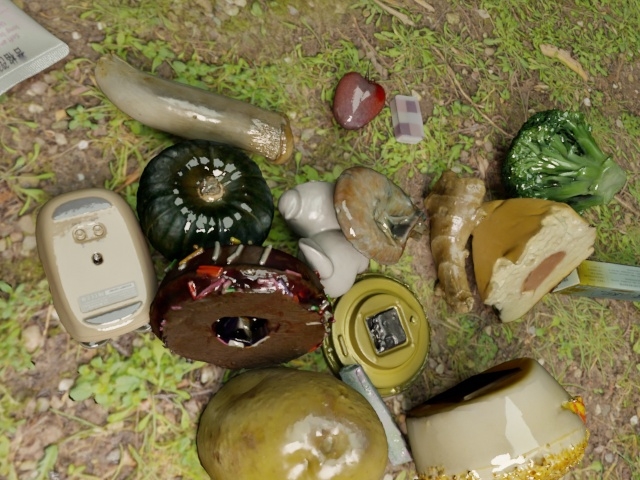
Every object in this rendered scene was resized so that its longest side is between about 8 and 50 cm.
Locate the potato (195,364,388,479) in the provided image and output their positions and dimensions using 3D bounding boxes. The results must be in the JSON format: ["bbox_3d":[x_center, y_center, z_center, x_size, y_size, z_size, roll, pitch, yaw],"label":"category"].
[{"bbox_3d":[-0.024,0.290,0.653,0.286,0.242,0.242,31,67,-8],"label":"potato"}]

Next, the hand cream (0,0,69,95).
[{"bbox_3d":[-0.593,-0.381,0.681,0.358,0.118,0.185,47,62,-12],"label":"hand cream"}]

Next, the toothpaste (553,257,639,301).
[{"bbox_3d":[0.687,0.095,1.054,0.313,0.089,0.071,7,66,-19],"label":"toothpaste"}]

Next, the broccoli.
[{"bbox_3d":[0.529,-0.157,0.994,0.262,0.241,0.269,29,95,-32],"label":"broccoli"}]

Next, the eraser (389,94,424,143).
[{"bbox_3d":[0.192,-0.269,0.993,0.065,0.026,0.105,1,75,-24],"label":"eraser"}]

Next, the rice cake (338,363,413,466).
[{"bbox_3d":[0.098,0.302,0.770,0.043,0.034,0.210,-28,98,12],"label":"rice cake"}]

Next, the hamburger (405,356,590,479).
[{"bbox_3d":[0.285,0.318,0.732,0.294,0.276,0.179,-18,72,-20],"label":"hamburger"}]

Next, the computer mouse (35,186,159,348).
[{"bbox_3d":[-0.331,0.037,0.670,0.145,0.082,0.236,-19,85,-26],"label":"computer mouse"}]

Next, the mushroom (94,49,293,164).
[{"bbox_3d":[-0.214,-0.227,0.789,0.351,0.095,0.122,18,50,-17],"label":"mushroom"}]

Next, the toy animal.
[{"bbox_3d":[-0.006,-0.006,0.767,0.179,0.128,0.193,28,52,-45],"label":"toy animal"}]

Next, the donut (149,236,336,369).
[{"bbox_3d":[-0.113,0.099,0.653,0.270,0.269,0.103,10,48,-19],"label":"donut"}]

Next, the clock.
[{"bbox_3d":[0.114,0.169,0.825,0.237,0.057,0.236,6,73,-19],"label":"clock"}]

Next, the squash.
[{"bbox_3d":[-0.178,-0.055,0.706,0.218,0.172,0.218,24,44,-25],"label":"squash"}]

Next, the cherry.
[{"bbox_3d":[0.072,-0.288,0.919,0.126,0.087,0.106,-43,101,-7],"label":"cherry"}]

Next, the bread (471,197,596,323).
[{"bbox_3d":[0.432,0.034,0.890,0.184,0.211,0.224,33,57,-33],"label":"bread"}]

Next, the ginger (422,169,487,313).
[{"bbox_3d":[0.277,0.000,0.900,0.086,0.131,0.294,20,65,-54],"label":"ginger"}]

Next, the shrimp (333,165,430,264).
[{"bbox_3d":[0.123,-0.028,0.800,0.317,0.077,0.168,20,64,-48],"label":"shrimp"}]
